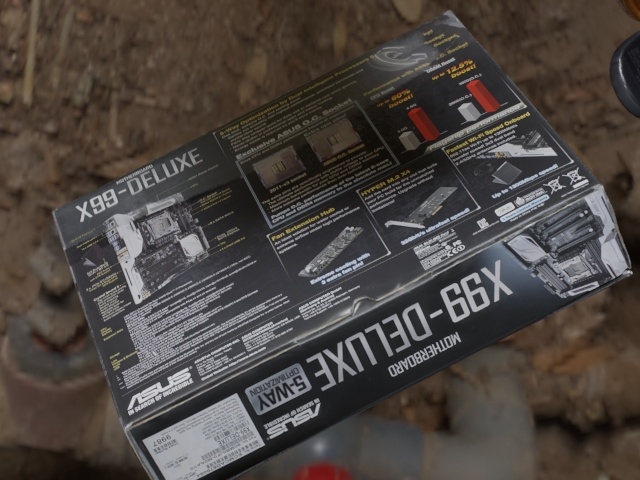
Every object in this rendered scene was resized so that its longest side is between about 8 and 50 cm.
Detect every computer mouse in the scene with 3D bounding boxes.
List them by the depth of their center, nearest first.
[{"bbox_3d":[0.411,-0.164,1.770,0.184,0.262,0.060,57,152,-3],"label":"computer mouse"}]

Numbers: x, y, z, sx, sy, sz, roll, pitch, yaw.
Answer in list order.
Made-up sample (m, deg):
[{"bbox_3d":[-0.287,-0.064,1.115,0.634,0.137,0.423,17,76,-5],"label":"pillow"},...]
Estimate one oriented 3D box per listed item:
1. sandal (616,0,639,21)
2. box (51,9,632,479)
[{"bbox_3d":[0.230,-0.209,1.136,0.102,0.076,0.265,-28,147,10],"label":"sandal"},{"bbox_3d":[0.000,0.000,1.052,0.307,0.242,0.076,-27,127,-2],"label":"box"}]
